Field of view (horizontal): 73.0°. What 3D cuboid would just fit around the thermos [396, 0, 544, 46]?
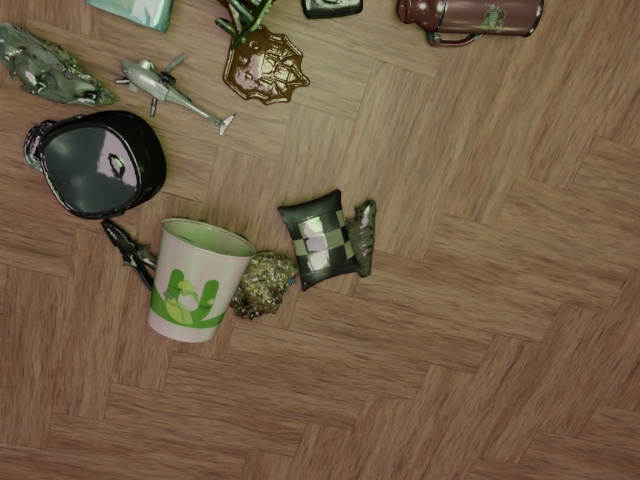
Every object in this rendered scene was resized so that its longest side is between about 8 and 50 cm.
[{"bbox_3d":[0.343,-0.550,1.044,0.329,0.136,0.110,1,83,-4],"label":"thermos"}]

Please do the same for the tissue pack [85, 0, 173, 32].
[{"bbox_3d":[-0.402,-0.628,0.967,0.176,0.089,0.264,17,106,-13],"label":"tissue pack"}]

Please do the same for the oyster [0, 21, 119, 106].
[{"bbox_3d":[-0.642,-0.414,1.030,0.251,0.087,0.200,-2,120,5],"label":"oyster"}]

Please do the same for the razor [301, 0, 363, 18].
[{"bbox_3d":[0.026,-0.579,1.029,0.147,0.054,0.090,-9,111,0],"label":"razor"}]

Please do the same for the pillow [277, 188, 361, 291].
[{"bbox_3d":[0.000,0.000,1.206,0.185,0.106,0.250,-16,98,-8],"label":"pillow"}]

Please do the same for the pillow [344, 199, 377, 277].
[{"bbox_3d":[0.110,-0.002,1.252,0.093,0.051,0.242,3,112,4],"label":"pillow"}]

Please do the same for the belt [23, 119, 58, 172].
[{"bbox_3d":[-0.692,-0.240,1.108,0.105,0.058,0.140,27,103,-19],"label":"belt"}]

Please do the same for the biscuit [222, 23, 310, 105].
[{"bbox_3d":[-0.128,-0.431,1.085,0.215,0.034,0.183,15,109,-9],"label":"biscuit"}]

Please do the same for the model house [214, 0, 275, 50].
[{"bbox_3d":[-0.210,-0.564,0.823,0.312,0.358,0.243,29,98,-25],"label":"model house"}]

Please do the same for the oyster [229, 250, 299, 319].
[{"bbox_3d":[-0.177,0.129,1.264,0.259,0.092,0.199,-20,107,7],"label":"oyster"}]

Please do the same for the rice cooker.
[{"bbox_3d":[-0.518,-0.187,1.051,0.266,0.224,0.268,-2,112,-4],"label":"rice cooker"}]

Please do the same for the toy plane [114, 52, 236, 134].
[{"bbox_3d":[-0.360,-0.345,1.067,0.181,0.107,0.273,-35,113,14],"label":"toy plane"}]

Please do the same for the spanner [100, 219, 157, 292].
[{"bbox_3d":[-0.503,0.068,1.236,0.095,0.040,0.325,-34,105,16],"label":"spanner"}]

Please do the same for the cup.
[{"bbox_3d":[-0.329,0.103,1.142,0.252,0.253,0.274,20,102,-11],"label":"cup"}]
